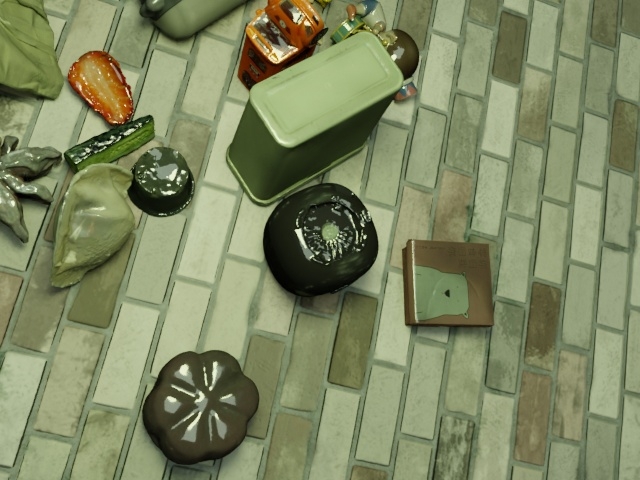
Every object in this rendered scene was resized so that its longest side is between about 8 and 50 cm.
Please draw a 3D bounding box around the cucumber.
[{"bbox_3d":[-0.481,-0.227,1.534,0.211,0.078,0.062,-37,73,-22],"label":"cucumber"}]

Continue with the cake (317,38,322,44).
[{"bbox_3d":[-0.046,-0.561,1.760,0.121,0.065,0.052,27,69,-31],"label":"cake"}]

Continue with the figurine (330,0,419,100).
[{"bbox_3d":[0.160,-0.492,1.740,0.158,0.161,0.275,-42,88,3],"label":"figurine"}]

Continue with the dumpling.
[{"bbox_3d":[-0.488,-0.034,1.401,0.175,0.227,0.244,-6,82,2],"label":"dumpling"}]

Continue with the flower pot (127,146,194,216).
[{"bbox_3d":[-0.364,-0.144,1.527,0.157,0.107,0.158,4,74,-13],"label":"flower pot"}]

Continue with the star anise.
[{"bbox_3d":[-0.724,-0.127,1.407,0.359,0.139,0.316,-29,79,-20],"label":"star anise"}]

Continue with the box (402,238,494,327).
[{"bbox_3d":[0.312,0.109,1.656,0.215,0.086,0.215,3,75,-15],"label":"box"}]

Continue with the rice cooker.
[{"bbox_3d":[0.000,0.000,1.526,0.267,0.224,0.268,4,73,-15],"label":"rice cooker"}]

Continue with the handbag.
[{"bbox_3d":[-0.698,-0.474,1.462,0.109,0.253,0.316,-20,80,20],"label":"handbag"}]

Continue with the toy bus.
[{"bbox_3d":[-0.100,-0.449,1.557,0.153,0.329,0.143,-40,90,-18],"label":"toy bus"}]

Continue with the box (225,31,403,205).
[{"bbox_3d":[-0.023,-0.272,1.526,0.351,0.344,0.177,-31,83,-20],"label":"box"}]

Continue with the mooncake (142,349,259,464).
[{"bbox_3d":[-0.254,0.353,1.421,0.244,0.133,0.245,7,69,-19],"label":"mooncake"}]

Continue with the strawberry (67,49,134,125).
[{"bbox_3d":[-0.505,-0.351,1.562,0.121,0.082,0.188,-29,94,0],"label":"strawberry"}]

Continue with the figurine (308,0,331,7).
[{"bbox_3d":[-0.078,-0.701,1.745,0.246,0.131,0.157,20,87,-21],"label":"figurine"}]

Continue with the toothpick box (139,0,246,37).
[{"bbox_3d":[-0.301,-0.623,1.600,0.316,0.229,0.229,-41,89,-20],"label":"toothpick box"}]
